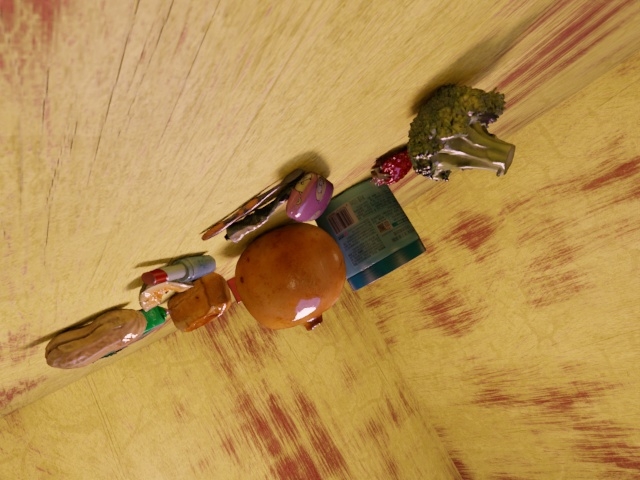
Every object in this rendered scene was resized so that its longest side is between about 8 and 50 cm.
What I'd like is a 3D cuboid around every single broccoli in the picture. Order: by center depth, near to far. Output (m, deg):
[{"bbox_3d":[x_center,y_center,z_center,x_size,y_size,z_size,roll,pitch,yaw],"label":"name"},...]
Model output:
[{"bbox_3d":[0.338,-0.265,1.019,0.259,0.236,0.288,-1,-160,43],"label":"broccoli"}]

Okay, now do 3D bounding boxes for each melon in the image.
[{"bbox_3d":[-0.462,0.128,1.195,0.160,0.079,0.128,-26,156,-2],"label":"melon"}]

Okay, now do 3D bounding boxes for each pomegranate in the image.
[{"bbox_3d":[-0.100,0.138,1.486,0.416,0.417,0.417,-29,174,-3],"label":"pomegranate"}]

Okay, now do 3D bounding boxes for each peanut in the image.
[{"bbox_3d":[-0.688,0.301,1.278,0.290,0.130,0.130,-27,173,-32],"label":"peanut"}]

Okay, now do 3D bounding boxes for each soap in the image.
[{"bbox_3d":[-0.725,0.337,1.538,0.217,0.098,0.273,-38,173,20],"label":"soap"}]

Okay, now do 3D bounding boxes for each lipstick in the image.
[{"bbox_3d":[-0.389,0.085,1.148,0.061,0.068,0.274,-31,175,17],"label":"lipstick"}]

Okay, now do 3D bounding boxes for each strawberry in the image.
[{"bbox_3d":[0.268,-0.252,1.374,0.208,0.087,0.167,-30,173,-9],"label":"strawberry"}]

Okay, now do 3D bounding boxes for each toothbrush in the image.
[{"bbox_3d":[-0.171,-0.084,1.008,0.320,0.023,0.031,-31,171,13],"label":"toothbrush"}]

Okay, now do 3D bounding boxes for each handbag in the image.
[{"bbox_3d":[-0.365,0.220,2.103,0.190,0.127,0.063,-26,175,-24],"label":"handbag"}]

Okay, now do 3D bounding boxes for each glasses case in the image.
[{"bbox_3d":[-0.022,-0.111,1.071,0.123,0.075,0.316,-59,175,7],"label":"glasses case"}]

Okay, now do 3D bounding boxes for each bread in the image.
[{"bbox_3d":[-0.480,0.253,1.640,0.294,0.167,0.132,-34,172,36],"label":"bread"}]

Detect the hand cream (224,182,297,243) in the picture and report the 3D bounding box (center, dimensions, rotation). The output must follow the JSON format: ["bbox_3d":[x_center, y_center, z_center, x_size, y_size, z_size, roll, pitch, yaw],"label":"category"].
[{"bbox_3d":[-0.156,-0.077,1.079,0.247,0.052,0.075,-38,-162,11],"label":"hand cream"}]

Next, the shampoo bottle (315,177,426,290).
[{"bbox_3d":[0.189,-0.028,1.631,0.331,0.343,0.331,-29,175,-3],"label":"shampoo bottle"}]
